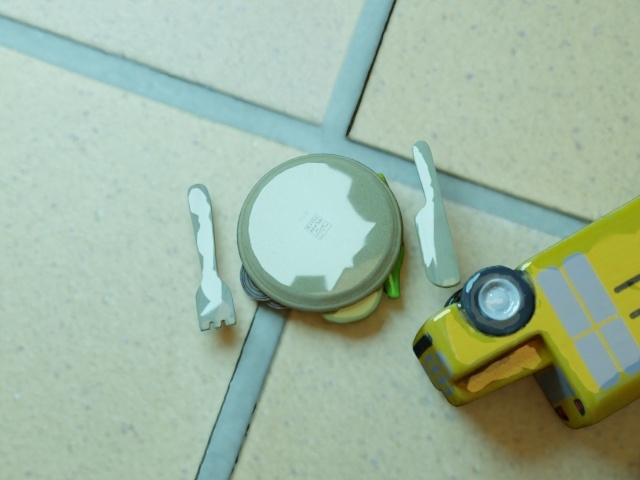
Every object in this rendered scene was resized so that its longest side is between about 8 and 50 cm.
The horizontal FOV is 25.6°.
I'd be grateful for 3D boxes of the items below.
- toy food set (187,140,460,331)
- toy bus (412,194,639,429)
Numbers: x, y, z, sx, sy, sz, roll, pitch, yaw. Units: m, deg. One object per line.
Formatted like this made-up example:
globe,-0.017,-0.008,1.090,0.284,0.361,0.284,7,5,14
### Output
toy food set,0.000,0.000,1.046,0.192,0.038,0.132,-10,72,2
toy bus,0.234,0.030,1.007,0.332,0.108,0.130,-29,82,-8
